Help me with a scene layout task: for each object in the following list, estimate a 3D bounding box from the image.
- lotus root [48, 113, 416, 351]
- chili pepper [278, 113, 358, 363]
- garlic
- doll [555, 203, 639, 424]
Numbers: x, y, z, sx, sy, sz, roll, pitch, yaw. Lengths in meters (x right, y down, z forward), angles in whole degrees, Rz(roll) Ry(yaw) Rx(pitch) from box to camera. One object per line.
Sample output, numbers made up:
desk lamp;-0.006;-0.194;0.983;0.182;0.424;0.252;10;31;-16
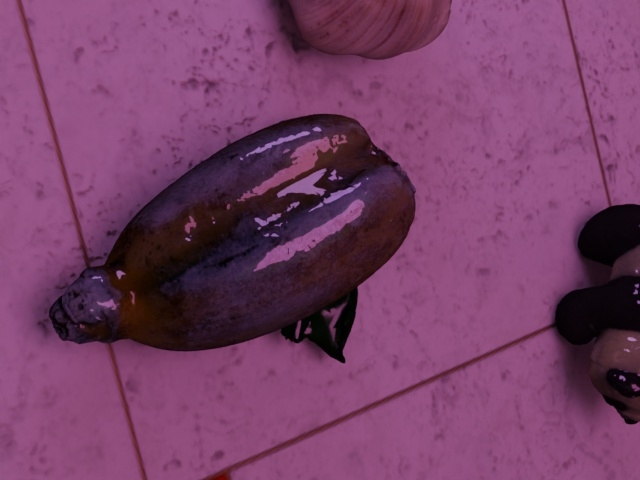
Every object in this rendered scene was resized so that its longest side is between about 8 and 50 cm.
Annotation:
lotus root;-0.074;0.010;1.382;0.322;0.140;0.158;-28;71;-15
chili pepper;0.002;0.000;1.505;0.098;0.061;0.224;0;84;-47
garlic;0.081;-0.263;1.493;0.199;0.226;0.199;10;75;-43
doll;0.338;0.072;1.738;0.143;0.135;0.234;33;70;-31
